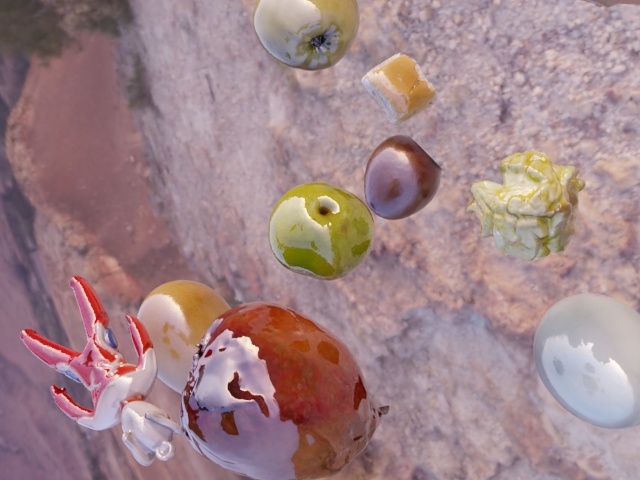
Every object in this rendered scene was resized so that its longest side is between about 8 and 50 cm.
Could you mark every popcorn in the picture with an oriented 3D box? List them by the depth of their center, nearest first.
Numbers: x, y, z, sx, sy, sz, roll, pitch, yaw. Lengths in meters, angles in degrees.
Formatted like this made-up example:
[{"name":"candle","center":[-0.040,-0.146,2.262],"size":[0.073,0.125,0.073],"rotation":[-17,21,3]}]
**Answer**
[{"name":"popcorn","center":[0.361,-0.063,1.434],"size":[0.167,0.185,0.187],"rotation":[54,125,37]}]

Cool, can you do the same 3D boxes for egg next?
[{"name":"egg","center":[0.533,0.229,1.619],"size":[0.371,0.229,0.230],"rotation":[-93,-12,-75]},{"name":"egg","center":[-0.320,0.252,2.122],"size":[0.322,0.250,0.250],"rotation":[55,155,-1]}]

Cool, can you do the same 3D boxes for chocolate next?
[{"name":"chocolate","center":[0.155,-0.124,1.710],"size":[0.177,0.176,0.177],"rotation":[45,147,41]}]

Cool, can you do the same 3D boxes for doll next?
[{"name":"doll","center":[-0.346,0.218,1.377],"size":[0.384,0.188,0.099],"rotation":[42,176,36]}]

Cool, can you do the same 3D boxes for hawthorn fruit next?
[{"name":"hawthorn fruit","center":[-0.076,0.260,1.397],"size":[0.325,0.308,0.308],"rotation":[45,153,2]}]

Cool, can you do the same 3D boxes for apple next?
[{"name":"apple","center":[-0.032,-0.538,2.081],"size":[0.262,0.262,0.262],"rotation":[45,147,41]}]

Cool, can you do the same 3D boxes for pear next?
[{"name":"pear","center":[0.000,0.000,1.447],"size":[0.216,0.180,0.166],"rotation":[97,180,-55]}]

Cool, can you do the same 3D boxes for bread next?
[{"name":"bread","center":[0.155,-0.295,1.634],"size":[0.125,0.106,0.082],"rotation":[54,152,-2]}]

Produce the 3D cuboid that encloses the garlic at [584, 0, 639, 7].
[{"name":"garlic","center":[0.468,-0.494,1.283],"size":[0.245,0.340,0.232],"rotation":[26,97,39]}]
